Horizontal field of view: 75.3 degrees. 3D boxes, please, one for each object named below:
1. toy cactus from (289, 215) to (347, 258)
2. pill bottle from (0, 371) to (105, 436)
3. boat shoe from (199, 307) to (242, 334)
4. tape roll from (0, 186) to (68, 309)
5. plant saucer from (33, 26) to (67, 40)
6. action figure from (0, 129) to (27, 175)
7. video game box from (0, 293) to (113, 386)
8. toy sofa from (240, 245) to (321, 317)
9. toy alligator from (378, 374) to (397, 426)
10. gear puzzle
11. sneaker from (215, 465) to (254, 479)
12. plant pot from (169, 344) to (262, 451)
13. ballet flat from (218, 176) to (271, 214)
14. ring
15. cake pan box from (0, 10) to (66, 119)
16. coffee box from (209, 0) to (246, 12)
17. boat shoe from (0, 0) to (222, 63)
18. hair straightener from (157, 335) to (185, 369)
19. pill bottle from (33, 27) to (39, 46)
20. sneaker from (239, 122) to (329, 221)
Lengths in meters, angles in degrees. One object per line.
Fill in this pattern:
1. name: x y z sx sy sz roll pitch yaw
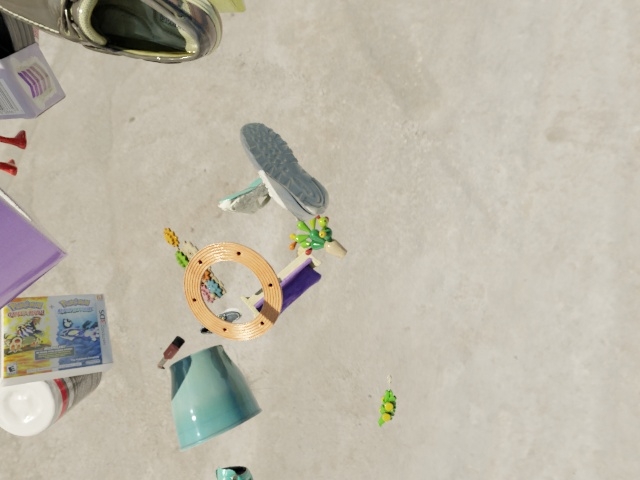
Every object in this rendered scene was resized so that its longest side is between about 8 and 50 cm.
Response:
1. toy cactus: 0.000 0.000 1.299 0.180 0.219 0.112 34 51 -3
2. pill bottle: -0.740 0.394 1.186 0.176 0.318 0.176 0 95 1
3. boat shoe: -0.419 0.348 1.757 0.183 0.065 0.083 -19 23 10
4. tape roll: -0.381 -0.056 0.391 0.274 0.275 0.090 33 66 23
5. plant saucer: -0.548 -0.429 0.700 0.310 0.310 0.050 35 103 24
6. action figure: -0.621 -0.189 0.617 0.139 0.280 0.091 45 110 35
7. video game box: -0.584 0.211 0.925 0.048 0.205 0.187 -51 52 35
8. toy sofa: -0.154 0.198 1.776 0.362 0.150 0.177 -40 89 -16
9. toy alligator: 0.245 0.566 1.455 0.051 0.056 0.190 11 95 -10
10. gear puzzle: -0.493 0.092 1.570 0.044 0.175 0.339 -38 95 -41
11. sneaker: -0.338 0.886 1.434 0.123 0.295 0.178 -10 93 32
12. plant pot: -0.360 0.488 1.339 0.271 0.272 0.255 -24 77 -1
13. ballet flat: -0.316 -0.200 1.961 0.147 0.147 0.409 15 31 18
14. ring: -0.279 0.163 1.327 0.336 0.032 0.337 4 107 13
15. cake pan box: -0.453 -0.251 0.444 0.266 0.246 0.070 1 44 14
16. coffee box: -0.295 -0.535 0.572 0.337 0.338 0.334 -3 104 -4
17. boat shoe: -0.211 -0.224 0.400 0.223 0.080 0.073 11 36 -8
18. hair straightener: -0.560 0.423 1.568 0.047 0.230 0.089 34 39 -4
19. pill bottle: -0.826 -0.593 1.110 0.121 0.121 0.221 3 94 12
20. sneaker: -0.089 -0.132 0.849 0.235 0.095 0.090 51 58 -12
